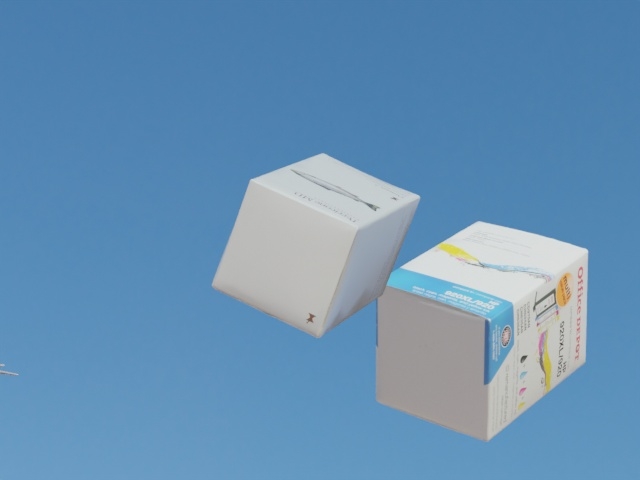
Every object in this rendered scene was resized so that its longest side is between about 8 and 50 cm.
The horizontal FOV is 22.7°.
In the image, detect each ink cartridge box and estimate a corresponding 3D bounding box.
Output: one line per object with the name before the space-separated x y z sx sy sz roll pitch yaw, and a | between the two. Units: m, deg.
ink cartridge box | 0.201 0.104 1.964 0.168 0.233 0.171 16 -60 35

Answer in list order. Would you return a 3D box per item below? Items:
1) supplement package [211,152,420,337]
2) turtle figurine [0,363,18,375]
supplement package | 0.000 0.000 1.382 0.105 0.179 0.105 25 -72 14
turtle figurine | -0.446 0.144 1.655 0.234 0.118 0.175 -1 -29 24
